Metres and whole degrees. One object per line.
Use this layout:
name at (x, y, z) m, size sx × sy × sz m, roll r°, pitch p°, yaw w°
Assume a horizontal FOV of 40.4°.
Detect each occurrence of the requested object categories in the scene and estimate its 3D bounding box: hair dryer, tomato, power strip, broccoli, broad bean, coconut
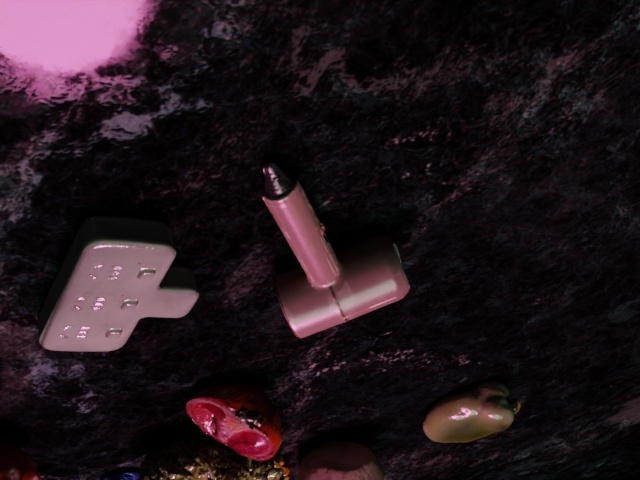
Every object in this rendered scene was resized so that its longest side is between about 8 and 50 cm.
hair dryer at (0.000, 0.000, 1.211) m, size 0.189 × 0.107 × 0.344 m, roll -21°, pitch 141°, yaw 5°
tomato at (-0.148, 0.320, 1.616) m, size 0.189 × 0.099 × 0.173 m, roll 39°, pitch 146°, yaw -9°
power strip at (-0.268, 0.069, 1.209) m, size 0.193 × 0.059 × 0.265 m, roll 5°, pitch 140°, yaw -31°
broccoli at (-0.222, 0.510, 1.723) m, size 0.288 × 0.246 × 0.248 m, roll 10°, pitch 173°, yaw -1°
broad bean at (0.340, 0.393, 1.960) m, size 0.228 × 0.100 × 0.169 m, roll -14°, pitch 141°, yaw 17°
coconut at (0.042, 0.579, 1.948) m, size 0.241 × 0.241 × 0.241 m, roll -12°, pitch 147°, yaw -8°

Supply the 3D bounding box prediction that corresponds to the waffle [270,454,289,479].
waffle at (-0.193, 0.549, 1.969) m, size 0.249 × 0.056 × 0.253 m, roll -3°, pitch 147°, yaw -23°

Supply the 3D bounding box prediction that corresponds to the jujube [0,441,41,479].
jujube at (-0.631, 0.469, 1.485) m, size 0.318 × 0.223 × 0.223 m, roll -17°, pitch 148°, yaw 4°

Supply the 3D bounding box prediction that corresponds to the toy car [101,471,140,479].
toy car at (-0.403, 0.551, 1.862) m, size 0.103 × 0.063 × 0.216 m, roll -16°, pitch 148°, yaw -2°
